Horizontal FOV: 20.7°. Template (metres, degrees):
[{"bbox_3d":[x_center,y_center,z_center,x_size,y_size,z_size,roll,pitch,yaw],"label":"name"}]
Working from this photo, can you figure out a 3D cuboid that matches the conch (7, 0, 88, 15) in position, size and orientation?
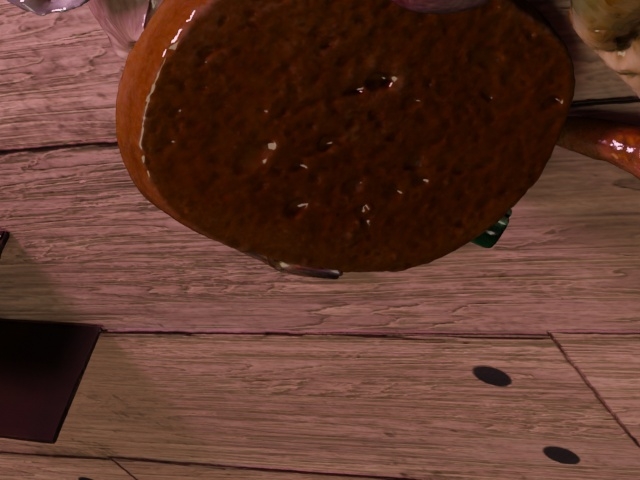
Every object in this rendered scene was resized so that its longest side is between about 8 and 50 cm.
[{"bbox_3d":[-0.212,-0.320,1.351,0.277,0.195,0.220,-44,80,27],"label":"conch"}]

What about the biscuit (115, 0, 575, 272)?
[{"bbox_3d":[0.033,-0.129,1.459,0.394,0.070,0.350,20,115,-35],"label":"biscuit"}]

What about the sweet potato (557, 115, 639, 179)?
[{"bbox_3d":[0.318,-0.066,1.568,0.255,0.058,0.078,22,173,7],"label":"sweet potato"}]

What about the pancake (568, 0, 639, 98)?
[{"bbox_3d":[0.366,-0.164,1.288,0.387,0.082,0.387,9,157,4],"label":"pancake"}]

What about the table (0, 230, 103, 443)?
[{"bbox_3d":[-0.491,0.129,2.326,0.282,0.196,0.250,2,146,32],"label":"table"}]

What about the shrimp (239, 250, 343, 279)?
[{"bbox_3d":[0.000,0.000,1.903,0.296,0.058,0.169,5,155,36],"label":"shrimp"}]

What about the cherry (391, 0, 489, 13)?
[{"bbox_3d":[0.082,-0.241,1.272,0.140,0.176,0.176,-11,139,38],"label":"cherry"}]

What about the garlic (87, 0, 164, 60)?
[{"bbox_3d":[-0.124,-0.182,1.491,0.219,0.212,0.218,22,157,10],"label":"garlic"}]

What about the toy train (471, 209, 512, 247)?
[{"bbox_3d":[0.110,-0.072,1.641,0.171,0.111,0.071,22,150,-4],"label":"toy train"}]
